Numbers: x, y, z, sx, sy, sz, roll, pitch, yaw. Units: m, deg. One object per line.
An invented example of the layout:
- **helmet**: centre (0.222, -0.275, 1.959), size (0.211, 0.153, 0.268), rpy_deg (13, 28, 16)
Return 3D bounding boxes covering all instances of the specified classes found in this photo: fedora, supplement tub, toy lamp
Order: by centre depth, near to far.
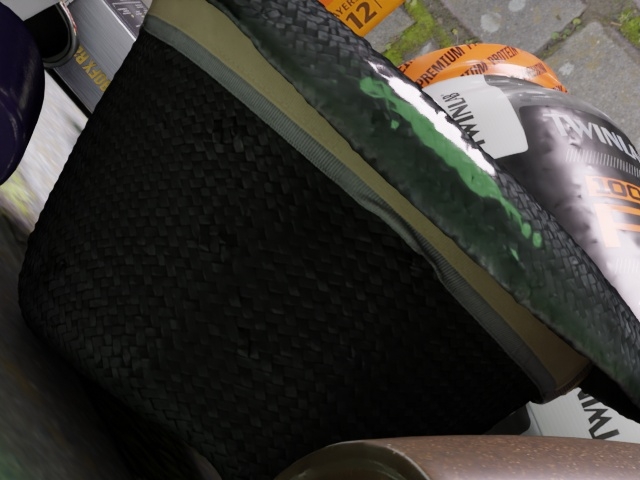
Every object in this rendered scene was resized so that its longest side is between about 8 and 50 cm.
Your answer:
- **fedora**: centre (-0.019, 0.014, 0.658), size (0.334, 0.152, 0.334), rpy_deg (44, -2, 2)
- **toy lamp**: centre (-0.163, -0.091, 0.704), size (0.080, 0.080, 0.274), rpy_deg (46, 4, -29)
- **supplement tub**: centre (0.125, 0.054, 1.000), size (0.207, 0.207, 0.338), rpy_deg (43, 21, -48)

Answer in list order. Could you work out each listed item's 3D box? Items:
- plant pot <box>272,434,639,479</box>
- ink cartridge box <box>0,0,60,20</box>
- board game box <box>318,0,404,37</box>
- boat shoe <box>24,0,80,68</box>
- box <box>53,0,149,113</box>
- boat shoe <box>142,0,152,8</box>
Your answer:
- **plant pot**: centre (0.079, 0.146, 0.517), size (0.230, 0.215, 0.215), rpy_deg (28, 18, -35)
- **ink cartridge box**: centre (-0.211, -0.270, 0.908), size (0.273, 0.114, 0.197), rpy_deg (50, -25, 9)
- **board game box**: centre (-0.090, -0.364, 1.570), size (0.356, 0.356, 0.356), rpy_deg (47, 6, -21)
- **boat shoe**: centre (-0.193, -0.161, 1.029), size (0.133, 0.049, 0.042), rpy_deg (53, -3, -14)
- **box**: centre (-0.121, -0.107, 1.195), size (0.183, 0.056, 0.231), rpy_deg (50, 6, -7)
- **boat shoe**: centre (-0.170, -0.213, 1.338), size (0.258, 0.095, 0.084), rpy_deg (32, 6, -34)
